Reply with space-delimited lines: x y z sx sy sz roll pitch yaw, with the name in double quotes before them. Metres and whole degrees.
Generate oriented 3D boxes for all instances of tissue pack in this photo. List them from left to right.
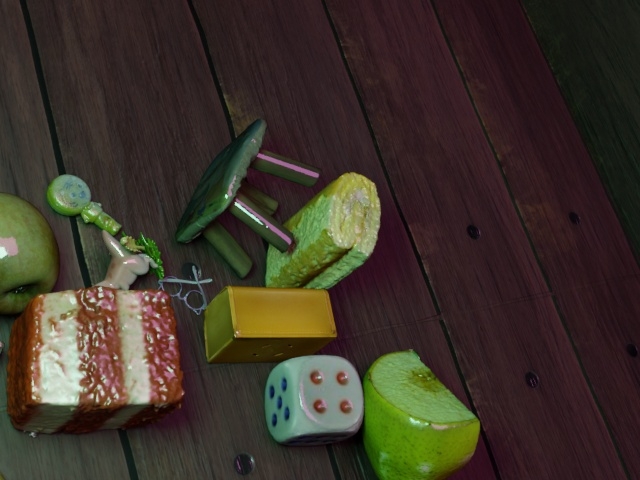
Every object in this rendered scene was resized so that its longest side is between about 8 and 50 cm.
"tissue pack" -0.131 0.209 1.948 0.274 0.194 0.145 5 60 -29

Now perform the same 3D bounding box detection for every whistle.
"whistle" -0.579 -0.080 1.922 0.198 0.057 0.104 40 47 -17

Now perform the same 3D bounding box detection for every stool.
"stool" -0.186 -0.104 2.009 0.226 0.310 0.310 34 55 -20

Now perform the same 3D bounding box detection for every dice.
"dice" -0.016 0.392 1.917 0.193 0.194 0.192 6 62 -30

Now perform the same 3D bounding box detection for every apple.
"apple" -0.685 0.035 1.663 0.256 0.257 0.234 -13 56 -34

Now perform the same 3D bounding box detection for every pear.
"pear" 0.212 0.488 1.965 0.238 0.318 0.342 -6 26 -23

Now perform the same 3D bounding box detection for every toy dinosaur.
"toy dinosaur" -0.484 0.064 1.867 0.177 0.152 0.194 -17 116 -35

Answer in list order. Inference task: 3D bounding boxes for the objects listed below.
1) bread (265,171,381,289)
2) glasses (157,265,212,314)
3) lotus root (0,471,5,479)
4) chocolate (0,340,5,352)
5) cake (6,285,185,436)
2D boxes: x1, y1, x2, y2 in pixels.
"bread" 0.000 0.000 2.012 0.165 0.375 0.237 23 54 -21
"glasses" -0.321 0.116 1.935 0.140 0.103 0.063 35 52 -15
"lotus root" -0.657 0.506 1.553 0.108 0.094 0.191 11 47 -58
"chocolate" -0.823 0.182 1.616 0.321 0.112 0.112 34 63 -13
"cake" -0.483 0.255 1.664 0.319 0.269 0.270 3 65 -30
